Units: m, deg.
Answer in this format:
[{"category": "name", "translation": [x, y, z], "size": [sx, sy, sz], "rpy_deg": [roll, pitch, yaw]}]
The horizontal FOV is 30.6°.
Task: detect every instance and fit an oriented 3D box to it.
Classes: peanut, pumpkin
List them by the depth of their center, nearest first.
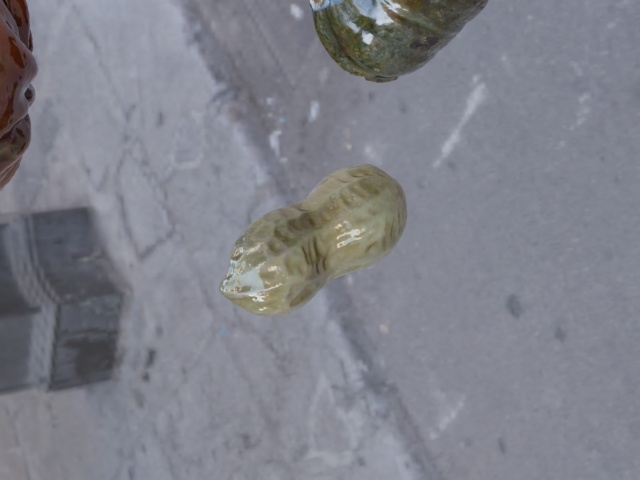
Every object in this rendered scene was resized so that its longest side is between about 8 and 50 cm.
[{"category": "peanut", "translation": [0.000, 0.000, 1.374], "size": [0.136, 0.298, 0.120], "rpy_deg": [-10, 108, 49]}, {"category": "pumpkin", "translation": [0.095, -0.377, 1.379], "size": [0.232, 0.242, 0.325], "rpy_deg": [-29, 62, 49]}]

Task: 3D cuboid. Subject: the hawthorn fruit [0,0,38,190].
[{"category": "hawthorn fruit", "translation": [-0.432, -0.161, 1.158], "size": [0.277, 0.298, 0.277], "rpy_deg": [-170, 90, -76]}]
